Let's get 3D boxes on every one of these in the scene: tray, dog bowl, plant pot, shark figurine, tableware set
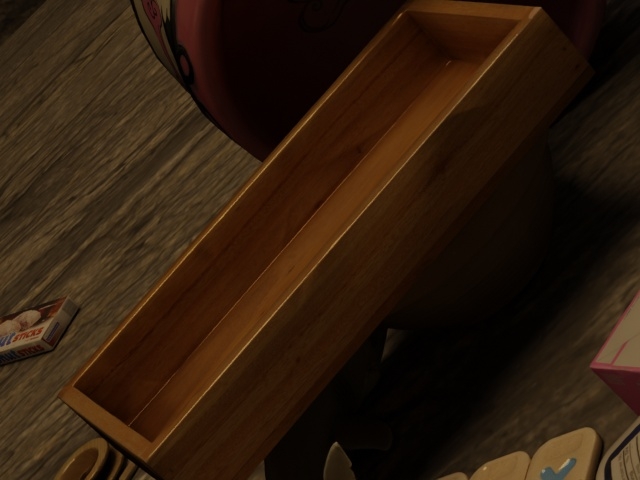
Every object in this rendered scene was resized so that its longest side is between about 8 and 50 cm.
[{"bbox_3d":[0.000,0.000,1.417,0.411,0.076,0.203,-50,24,-10],"label":"tray"},{"bbox_3d":[0.052,-0.214,1.602,0.408,0.408,0.150,-39,36,15],"label":"dog bowl"},{"bbox_3d":[0.098,-0.009,1.510,0.237,0.110,0.237,-37,23,18],"label":"plant pot"},{"bbox_3d":[-0.021,0.148,1.434,0.166,0.116,0.278,-43,16,13],"label":"shark figurine"},{"bbox_3d":[-0.194,0.170,1.813,0.128,0.039,0.194,-15,37,52],"label":"tableware set"}]

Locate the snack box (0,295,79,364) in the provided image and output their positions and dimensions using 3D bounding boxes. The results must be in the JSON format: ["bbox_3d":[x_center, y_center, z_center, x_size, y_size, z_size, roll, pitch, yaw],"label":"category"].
[{"bbox_3d":[-0.336,0.106,2.202,0.178,0.022,0.064,-17,37,49],"label":"snack box"}]

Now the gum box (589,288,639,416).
[{"bbox_3d":[0.255,0.036,1.154,0.188,0.107,0.062,-54,23,-19],"label":"gum box"}]

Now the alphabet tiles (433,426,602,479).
[{"bbox_3d":[0.082,0.238,1.230,0.284,0.021,0.278,-25,30,40],"label":"alphabet tiles"}]

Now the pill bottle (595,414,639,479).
[{"bbox_3d":[0.209,0.127,1.030,0.186,0.112,0.112,-55,12,39],"label":"pill bottle"}]
